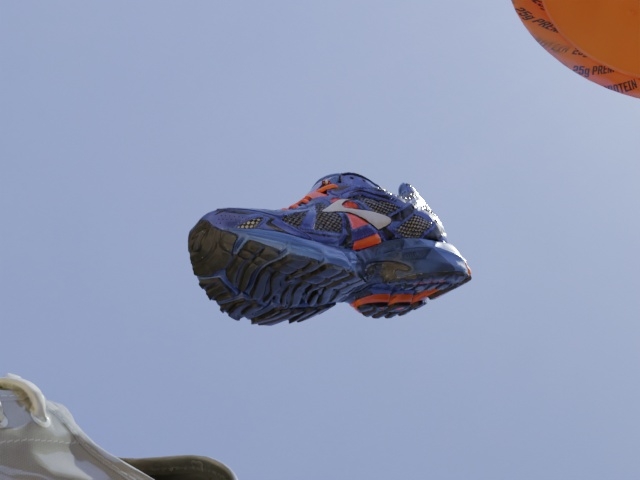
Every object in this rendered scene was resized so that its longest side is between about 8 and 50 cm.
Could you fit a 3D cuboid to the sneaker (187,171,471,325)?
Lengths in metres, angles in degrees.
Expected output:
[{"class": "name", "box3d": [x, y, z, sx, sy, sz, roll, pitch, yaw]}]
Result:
[{"class": "sneaker", "box3d": [0.000, 0.000, 0.802, 0.083, 0.221, 0.087, -35, -115, 34]}]

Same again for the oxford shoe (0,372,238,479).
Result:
[{"class": "oxford shoe", "box3d": [-0.220, 0.127, 0.708, 0.169, 0.449, 0.130, 14, -99, 52]}]

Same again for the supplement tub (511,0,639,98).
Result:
[{"class": "supplement tub", "box3d": [0.258, -0.265, 0.804, 0.207, 0.207, 0.338, 14, -118, 32]}]
